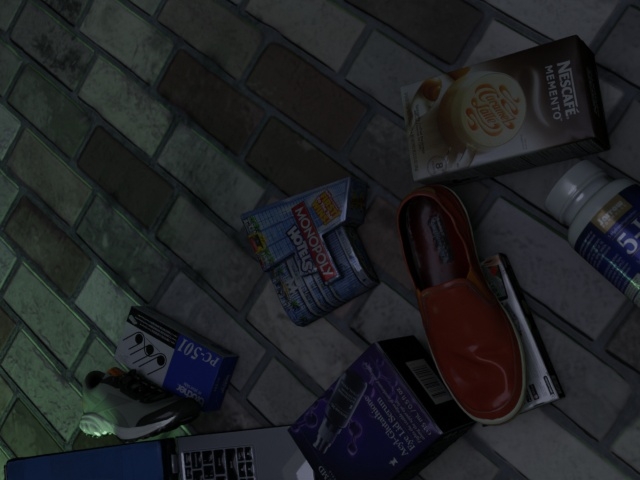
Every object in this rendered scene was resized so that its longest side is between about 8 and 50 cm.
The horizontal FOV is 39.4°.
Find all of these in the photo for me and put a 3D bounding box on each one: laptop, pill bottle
[{"bbox_3d":[-0.218,0.486,1.306,0.407,0.236,0.382,-12,80,28],"label":"laptop"},{"bbox_3d":[0.372,-0.010,1.100,0.187,0.112,0.112,46,106,25],"label":"pill bottle"}]

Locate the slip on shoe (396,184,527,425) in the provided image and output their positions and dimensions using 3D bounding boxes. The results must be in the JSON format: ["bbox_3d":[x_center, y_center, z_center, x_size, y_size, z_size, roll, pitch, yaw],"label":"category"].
[{"bbox_3d":[0.174,0.080,1.165,0.123,0.101,0.332,-22,76,24],"label":"slip on shoe"}]

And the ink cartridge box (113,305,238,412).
[{"bbox_3d":[-0.238,0.190,1.457,0.207,0.046,0.097,24,98,29],"label":"ink cartridge box"}]

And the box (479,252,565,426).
[{"bbox_3d":[0.234,0.133,1.205,0.114,0.036,0.207,-27,72,24],"label":"box"}]

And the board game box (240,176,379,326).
[{"bbox_3d":[0.000,0.000,1.337,0.194,0.060,0.194,-33,70,23],"label":"board game box"}]

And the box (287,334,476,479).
[{"bbox_3d":[0.081,0.253,1.220,0.207,0.108,0.153,-49,64,25],"label":"box"}]

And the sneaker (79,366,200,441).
[{"bbox_3d":[-0.299,0.257,1.423,0.271,0.100,0.108,-6,92,41],"label":"sneaker"}]

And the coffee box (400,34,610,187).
[{"bbox_3d":[0.244,-0.166,1.195,0.246,0.098,0.141,-13,79,28],"label":"coffee box"}]
